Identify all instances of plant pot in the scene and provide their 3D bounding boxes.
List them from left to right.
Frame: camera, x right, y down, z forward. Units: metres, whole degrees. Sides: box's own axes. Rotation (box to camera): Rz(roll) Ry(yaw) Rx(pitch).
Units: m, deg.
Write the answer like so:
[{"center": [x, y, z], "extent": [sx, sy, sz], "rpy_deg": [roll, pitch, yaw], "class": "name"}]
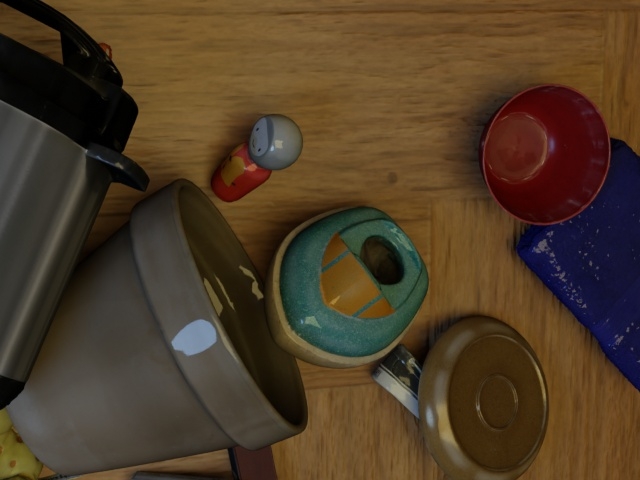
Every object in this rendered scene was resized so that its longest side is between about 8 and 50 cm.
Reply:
[{"center": [-0.207, 0.133, 1.356], "extent": [0.280, 0.323, 0.323], "rpy_deg": [-27, 107, 8], "class": "plant pot"}, {"center": [0.230, 0.218, 1.564], "extent": [0.236, 0.032, 0.236], "rpy_deg": [6, 80, -36], "class": "plant pot"}]

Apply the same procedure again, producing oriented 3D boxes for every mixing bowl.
[{"center": [0.277, -0.117, 1.531], "extent": [0.181, 0.098, 0.181], "rpy_deg": [-3, 101, -16], "class": "mixing bowl"}]

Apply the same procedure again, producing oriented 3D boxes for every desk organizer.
[{"center": [-0.092, 0.279, 1.528], "extent": [0.050, 0.047, 0.130], "rpy_deg": [-14, 104, -16], "class": "desk organizer"}]

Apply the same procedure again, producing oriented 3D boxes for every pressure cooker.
[{"center": [-0.410, -0.074, 1.191], "extent": [0.370, 0.375, 0.420], "rpy_deg": [29, 78, -33], "class": "pressure cooker"}]

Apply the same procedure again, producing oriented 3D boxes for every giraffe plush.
[{"center": [-0.399, 0.233, 1.354], "extent": [0.210, 0.181, 0.170], "rpy_deg": [-21, 115, -20], "class": "giraffe plush"}]

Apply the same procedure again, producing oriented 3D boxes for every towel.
[{"center": [0.429, 0.037, 1.624], "extent": [0.227, 0.076, 0.308], "rpy_deg": [-48, 109, -10], "class": "towel"}]

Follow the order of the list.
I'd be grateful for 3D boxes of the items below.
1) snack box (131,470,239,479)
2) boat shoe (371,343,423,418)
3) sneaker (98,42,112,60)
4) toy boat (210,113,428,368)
[{"center": [-0.174, 0.356, 1.501], "extent": [0.141, 0.037, 0.100], "rpy_deg": [4, 99, 4], "class": "snack box"}, {"center": [0.169, 0.226, 1.577], "extent": [0.219, 0.078, 0.070], "rpy_deg": [41, 89, -17], "class": "boat shoe"}, {"center": [-0.286, -0.152, 1.381], "extent": [0.067, 0.064, 0.175], "rpy_deg": [16, 93, -8], "class": "sneaker"}, {"center": [0.000, 0.000, 1.415], "extent": [0.318, 0.148, 0.267], "rpy_deg": [51, 42, -2], "class": "toy boat"}]
